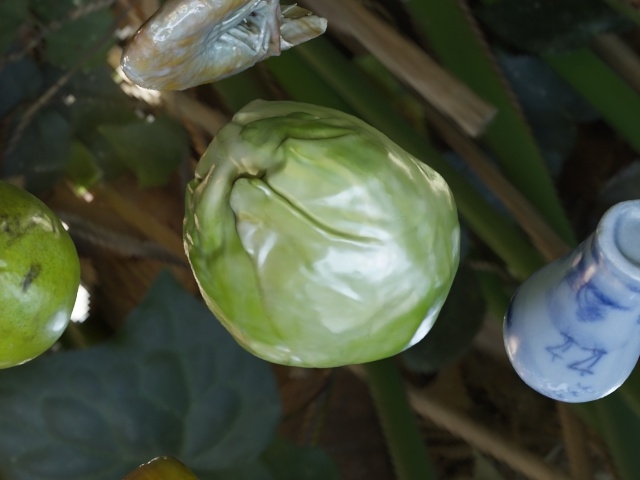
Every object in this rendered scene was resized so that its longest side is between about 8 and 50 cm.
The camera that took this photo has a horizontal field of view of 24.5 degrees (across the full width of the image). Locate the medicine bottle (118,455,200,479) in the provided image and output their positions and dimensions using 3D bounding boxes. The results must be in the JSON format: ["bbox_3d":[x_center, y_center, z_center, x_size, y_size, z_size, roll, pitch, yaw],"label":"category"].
[{"bbox_3d":[-0.248,0.401,1.446,0.384,0.224,0.224,-32,165,-17],"label":"medicine bottle"}]

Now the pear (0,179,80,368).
[{"bbox_3d":[-0.359,0.036,1.534,0.212,0.212,0.269,-44,180,-6],"label":"pear"}]

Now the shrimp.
[{"bbox_3d":[-0.078,-0.219,1.456,0.168,0.077,0.317,-39,173,34],"label":"shrimp"}]

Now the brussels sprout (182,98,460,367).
[{"bbox_3d":[0.000,0.000,1.657,0.328,0.328,0.247,-50,-179,22],"label":"brussels sprout"}]

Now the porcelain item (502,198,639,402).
[{"bbox_3d":[0.259,0.065,1.400,0.141,0.141,0.259,-38,166,-30],"label":"porcelain item"}]
